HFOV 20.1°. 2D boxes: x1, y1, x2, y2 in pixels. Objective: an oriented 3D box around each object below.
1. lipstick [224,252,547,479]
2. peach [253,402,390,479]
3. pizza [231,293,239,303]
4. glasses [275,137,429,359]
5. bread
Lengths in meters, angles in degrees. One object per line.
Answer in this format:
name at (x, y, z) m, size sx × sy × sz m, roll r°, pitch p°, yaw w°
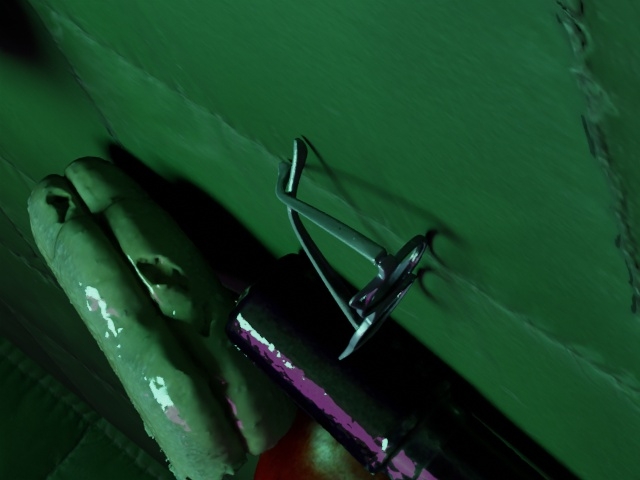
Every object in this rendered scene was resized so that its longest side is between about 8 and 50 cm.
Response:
lipstick at (0.066, 0.127, 1.162) m, size 0.299 × 0.081 × 0.081 m, roll 42°, pitch 167°, yaw 7°
peach at (0.068, 0.209, 1.258) m, size 0.267 × 0.154 × 0.159 m, roll 38°, pitch 165°, yaw 17°
pizza at (-0.075, 0.055, 1.482) m, size 0.037 × 0.016 × 0.083 m, roll 45°, pitch 163°, yaw -7°
glasses at (0.000, 0.000, 0.987) m, size 0.104 × 0.062 × 0.140 m, roll 41°, pitch 166°, yaw 8°
bread at (-0.131, 0.034, 1.319) m, size 0.183 × 0.102 × 0.337 m, roll 64°, pitch 170°, yaw -29°
